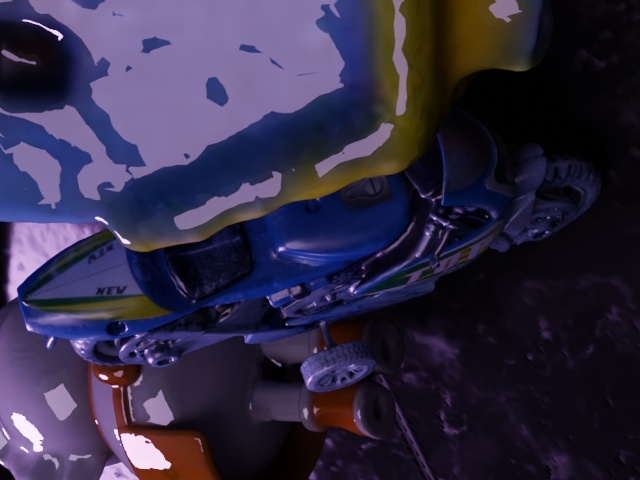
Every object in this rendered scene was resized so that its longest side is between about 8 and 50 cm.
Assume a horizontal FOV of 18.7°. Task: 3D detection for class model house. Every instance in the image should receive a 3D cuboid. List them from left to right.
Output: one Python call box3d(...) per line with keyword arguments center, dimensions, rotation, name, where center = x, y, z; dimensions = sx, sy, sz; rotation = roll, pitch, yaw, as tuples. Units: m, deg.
box3d(center=(-0.051, -0.119, 0.740), dimensions=(0.303, 0.237, 0.215), rotation=(11, 116, 14), name="model house")

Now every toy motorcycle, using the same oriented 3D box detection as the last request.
box3d(center=(0.000, 0.000, 0.835), dimensions=(0.254, 0.092, 0.135), rotation=(-18, 158, 1), name="toy motorcycle")

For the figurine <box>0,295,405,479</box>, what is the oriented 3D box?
box3d(center=(-0.090, 0.064, 0.969), dimensions=(0.271, 0.143, 0.143), rotation=(5, 123, 16), name="figurine")
